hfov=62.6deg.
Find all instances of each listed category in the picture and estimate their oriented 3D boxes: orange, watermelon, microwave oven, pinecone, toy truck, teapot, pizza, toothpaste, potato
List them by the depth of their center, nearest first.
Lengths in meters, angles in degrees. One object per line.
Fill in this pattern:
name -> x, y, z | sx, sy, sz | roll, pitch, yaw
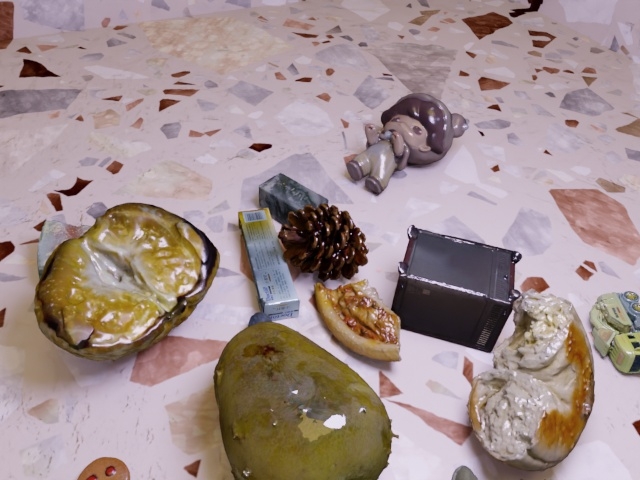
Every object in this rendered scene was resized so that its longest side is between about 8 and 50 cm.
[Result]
potato -> -0.058, 0.291, 0.894 | 0.270, 0.219, 0.359 | -22, 42, -37
orange -> -0.390, 0.090, 1.064 | 0.271, 0.210, 0.369 | 42, 53, 4
teapot -> -0.127, 0.199, 1.104 | 0.049, 0.063, 0.083 | -15, 44, 27
pizza -> 0.081, 0.163, 1.123 | 0.134, 0.056, 0.271 | -40, 50, 1
toy truck -> 0.650, 0.196, 1.143 | 0.116, 0.085, 0.191 | -4, 41, 4
microwave oven -> 0.287, 0.096, 1.148 | 0.247, 0.178, 0.188 | 15, 47, 10
pinecone -> 0.000, -0.002, 1.200 | 0.212, 0.185, 0.168 | 25, 68, -26
watermelon -> -0.528, 0.033, 1.219 | 0.241, 0.094, 0.154 | -5, 52, -13
toothpaste -> -0.127, 0.048, 1.238 | 0.089, 0.071, 0.313 | -7, 45, -16

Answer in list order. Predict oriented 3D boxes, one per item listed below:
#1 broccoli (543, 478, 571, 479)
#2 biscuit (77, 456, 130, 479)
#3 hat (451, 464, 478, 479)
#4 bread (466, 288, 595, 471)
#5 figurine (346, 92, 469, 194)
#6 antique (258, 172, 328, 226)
broccoli -> 0.399, 0.490, 0.687 | 0.338, 0.317, 0.277 | 5, 1, -21
biscuit -> -0.320, 0.452, 0.828 | 0.165, 0.036, 0.250 | -21, 49, -25
hat -> 0.173, 0.470, 0.767 | 0.130, 0.257, 0.257 | -18, 37, 26
bread -> 0.403, 0.264, 0.970 | 0.192, 0.171, 0.314 | 30, 70, -28
figurine -> 0.245, -0.285, 1.541 | 0.248, 0.203, 0.380 | 31, 61, 33
antique -> -0.077, -0.096, 1.378 | 0.183, 0.086, 0.088 | 31, 49, 25
